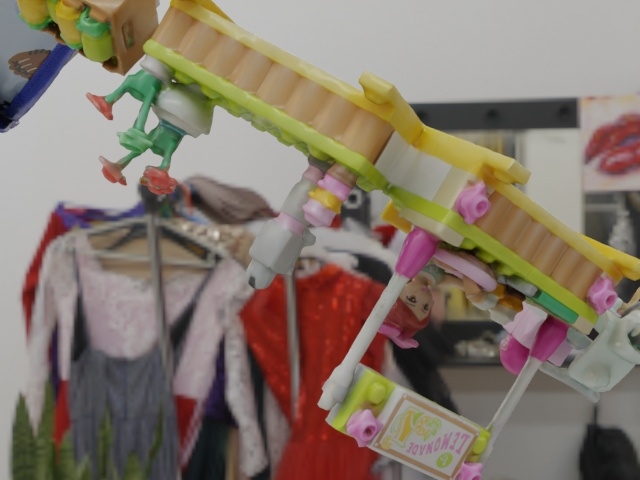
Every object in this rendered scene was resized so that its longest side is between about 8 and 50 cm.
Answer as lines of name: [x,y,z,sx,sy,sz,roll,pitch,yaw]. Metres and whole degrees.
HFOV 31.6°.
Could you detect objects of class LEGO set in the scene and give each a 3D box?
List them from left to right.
LEGO set: [0.000,0.000,0.414,0.287,0.107,0.132,30,0,-16]

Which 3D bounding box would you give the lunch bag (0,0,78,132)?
lunch bag: [-0.291,-0.268,0.864,0.328,0.239,0.385,42,-35,-17]
